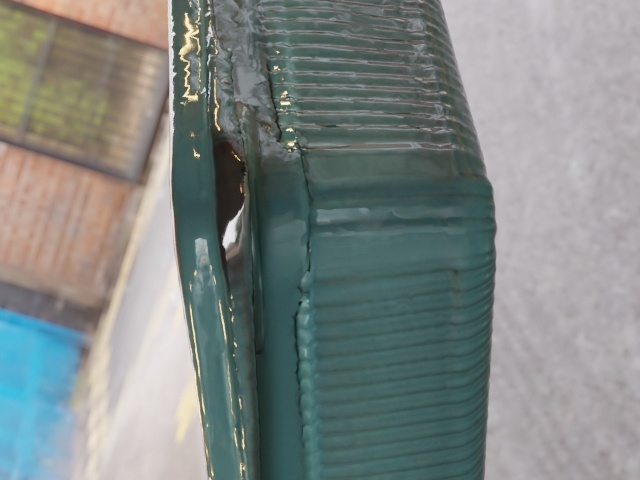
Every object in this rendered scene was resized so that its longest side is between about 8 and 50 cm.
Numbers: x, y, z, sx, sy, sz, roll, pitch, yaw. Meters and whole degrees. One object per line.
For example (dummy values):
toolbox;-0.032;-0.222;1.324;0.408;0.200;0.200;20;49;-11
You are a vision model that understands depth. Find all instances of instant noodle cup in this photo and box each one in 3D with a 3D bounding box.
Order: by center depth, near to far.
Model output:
instant noodle cup;0.000;0.000;0.474;0.179;0.070;0.157;-99;6;-53
